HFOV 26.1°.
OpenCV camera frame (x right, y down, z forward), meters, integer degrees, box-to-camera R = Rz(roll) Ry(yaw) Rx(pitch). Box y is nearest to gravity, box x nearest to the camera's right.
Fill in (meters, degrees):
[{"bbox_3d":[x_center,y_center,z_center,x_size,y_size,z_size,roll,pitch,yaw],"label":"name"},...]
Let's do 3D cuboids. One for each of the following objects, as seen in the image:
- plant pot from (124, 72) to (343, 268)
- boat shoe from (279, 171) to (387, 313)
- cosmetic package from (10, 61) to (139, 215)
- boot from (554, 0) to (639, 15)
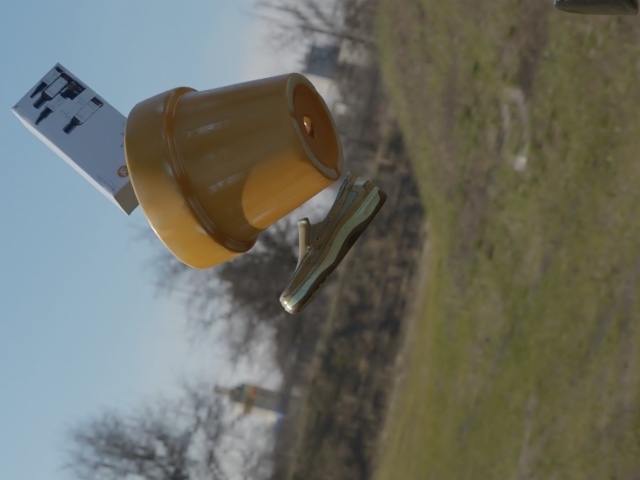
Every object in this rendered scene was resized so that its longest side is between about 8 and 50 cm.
[{"bbox_3d":[-0.084,-0.094,1.545,0.205,0.188,0.205,51,-152,-40],"label":"plant pot"},{"bbox_3d":[0.000,0.000,1.673,0.190,0.072,0.068,-53,-2,-18],"label":"boat shoe"},{"bbox_3d":[-0.313,-0.142,1.896,0.099,0.239,0.060,-48,-30,-8],"label":"cosmetic package"},{"bbox_3d":[0.299,-0.397,1.483,0.264,0.096,0.280,20,-102,-57],"label":"boot"}]
